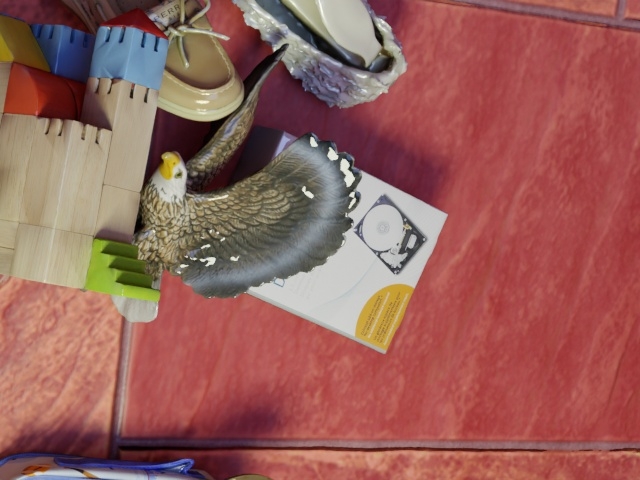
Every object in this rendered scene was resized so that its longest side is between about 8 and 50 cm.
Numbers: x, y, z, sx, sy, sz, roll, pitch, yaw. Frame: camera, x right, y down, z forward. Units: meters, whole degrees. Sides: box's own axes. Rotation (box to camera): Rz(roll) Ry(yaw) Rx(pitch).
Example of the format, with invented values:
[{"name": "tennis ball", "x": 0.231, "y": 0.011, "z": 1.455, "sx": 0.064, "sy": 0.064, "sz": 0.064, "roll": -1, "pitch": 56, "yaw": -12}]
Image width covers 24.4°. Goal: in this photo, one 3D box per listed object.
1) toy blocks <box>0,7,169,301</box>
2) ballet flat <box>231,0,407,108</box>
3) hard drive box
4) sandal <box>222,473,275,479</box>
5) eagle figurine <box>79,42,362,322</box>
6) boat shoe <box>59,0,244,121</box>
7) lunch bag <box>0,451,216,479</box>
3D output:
[{"name": "toy blocks", "x": -0.295, "y": -0.100, "z": 1.399, "sx": 0.191, "sy": 0.381, "sz": 0.260, "roll": 13, "pitch": 86, "yaw": -51}, {"name": "ballet flat", "x": -0.048, "y": -0.303, "z": 1.575, "sx": 0.409, "sy": 0.147, "sz": 0.147, "roll": 43, "pitch": 81, "yaw": -24}, {"name": "hard drive box", "x": 0.000, "y": 0.000, "z": 1.673, "sx": 0.232, "sy": 0.089, "sz": 0.181, "roll": 24, "pitch": 88, "yaw": -26}, {"name": "sandal", "x": -0.122, "y": 0.302, "z": 1.587, "sx": 0.180, "sy": 0.049, "sz": 0.072, "roll": -25, "pitch": 95, "yaw": -8}, {"name": "eagle figurine", "x": -0.126, "y": -0.049, "z": 1.530, "sx": 0.298, "sy": 0.225, "sz": 0.226, "roll": -22, "pitch": 100, "yaw": -14}, {"name": "boat shoe", "x": -0.184, "y": -0.234, "z": 1.469, "sx": 0.285, "sy": 0.089, "sz": 0.104, "roll": 43, "pitch": 57, "yaw": 11}, {"name": "lunch bag", "x": -0.230, "y": 0.349, "z": 1.619, "sx": 0.303, "sy": 0.115, "sz": 0.243, "roll": 9, "pitch": 90, "yaw": -26}]
